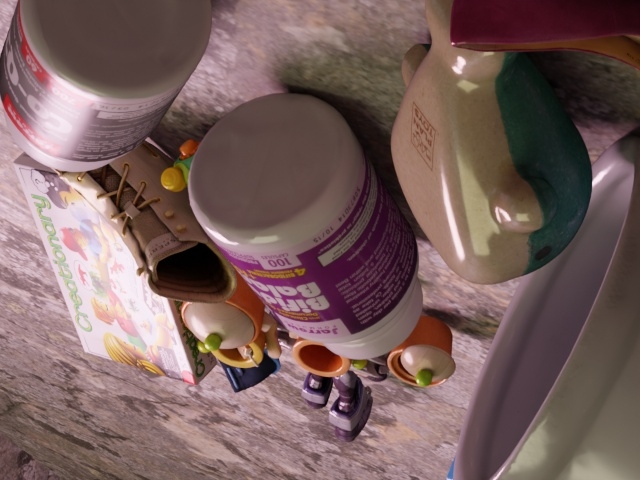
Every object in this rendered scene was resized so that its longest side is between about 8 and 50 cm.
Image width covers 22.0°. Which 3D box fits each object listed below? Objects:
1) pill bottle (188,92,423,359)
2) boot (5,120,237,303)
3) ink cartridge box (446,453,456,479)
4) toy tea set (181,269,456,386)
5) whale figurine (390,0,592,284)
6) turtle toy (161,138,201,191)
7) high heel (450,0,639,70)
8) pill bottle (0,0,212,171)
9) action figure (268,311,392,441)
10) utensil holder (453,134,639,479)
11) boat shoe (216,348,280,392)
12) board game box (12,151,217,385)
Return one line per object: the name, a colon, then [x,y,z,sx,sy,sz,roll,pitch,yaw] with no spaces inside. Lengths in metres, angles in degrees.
pill bottle: [0.000,0.000,1.627,0.169,0.169,0.301,15,158,30]
boot: [-0.207,-0.045,1.743,0.262,0.095,0.203,38,-167,-40]
ink cartridge box: [0.268,0.262,2.006,0.190,0.140,0.082,8,156,42]
toy tea set: [-0.011,0.116,1.914,0.336,0.124,0.200,3,139,19]
whale figurine: [0.142,-0.094,1.290,0.272,0.141,0.216,84,161,-45]
turtle toy: [-0.098,-0.072,1.720,0.130,0.066,0.095,13,180,26]
high heel: [0.202,-0.124,1.128,0.244,0.117,0.082,33,160,-18]
pill bottle: [-0.204,-0.161,1.480,0.161,0.161,0.283,29,160,-8]
action figure: [0.013,0.155,2.136,0.185,0.099,0.285,28,158,16]
utensil holder: [0.348,0.144,1.328,0.385,0.328,0.327,26,161,-2]
boat shoe: [-0.157,0.106,2.142,0.258,0.089,0.109,49,-176,-18]
board game box: [-0.249,0.029,2.026,0.193,0.053,0.305,12,133,34]
